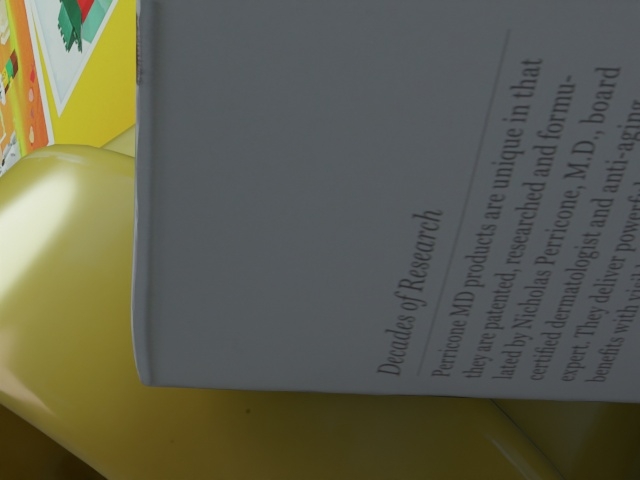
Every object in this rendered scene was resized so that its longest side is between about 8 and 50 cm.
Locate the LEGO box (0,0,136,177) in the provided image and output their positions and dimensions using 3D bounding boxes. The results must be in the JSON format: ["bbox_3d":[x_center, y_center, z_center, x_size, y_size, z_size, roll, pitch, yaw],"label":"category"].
[{"bbox_3d":[-0.080,-0.128,0.953,0.372,0.193,0.500,-55,39,37],"label":"LEGO box"}]

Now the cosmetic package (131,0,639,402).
[{"bbox_3d":[0.050,-0.062,0.410,0.151,0.184,0.151,98,174,-54],"label":"cosmetic package"}]

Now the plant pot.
[{"bbox_3d":[0.021,0.028,0.577,0.239,0.254,0.254,-50,5,-19],"label":"plant pot"}]
